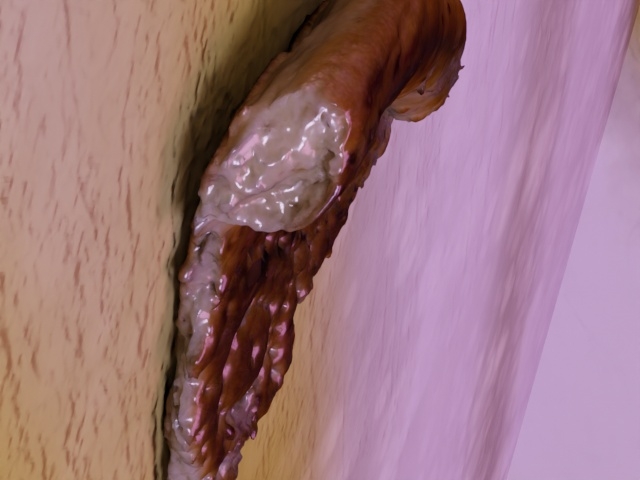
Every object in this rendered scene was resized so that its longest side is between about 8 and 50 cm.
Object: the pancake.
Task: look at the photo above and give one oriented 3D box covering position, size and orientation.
[{"bbox_3d":[0.000,0.000,0.704,0.266,0.057,0.244,-10,116,-76],"label":"pancake"}]
